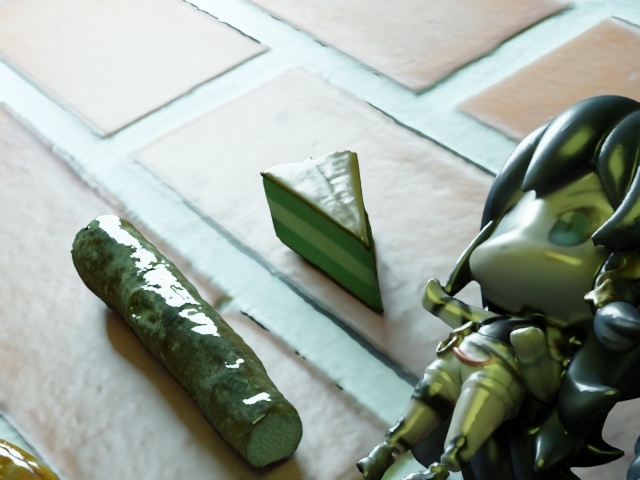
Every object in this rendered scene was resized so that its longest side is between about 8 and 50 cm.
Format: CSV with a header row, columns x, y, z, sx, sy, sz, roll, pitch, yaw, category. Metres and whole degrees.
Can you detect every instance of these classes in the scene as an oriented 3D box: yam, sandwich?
x,y,z,sx,sy,sz,roll,pitch,yaw,category
-0.097,0.064,0.999,0.061,0.061,0.274,-29,39,-18,yam
0.000,0.000,1.033,0.074,0.074,0.116,-11,37,3,sandwich

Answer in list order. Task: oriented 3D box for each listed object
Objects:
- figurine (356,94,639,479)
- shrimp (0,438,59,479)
x,y,z,sx,sy,sz,roll,pitch,yaw,category
0.140,0.050,0.806,0.175,0.197,0.265,29,87,35,figurine
-0.259,0.170,0.915,0.150,0.068,0.249,-41,48,-23,shrimp
